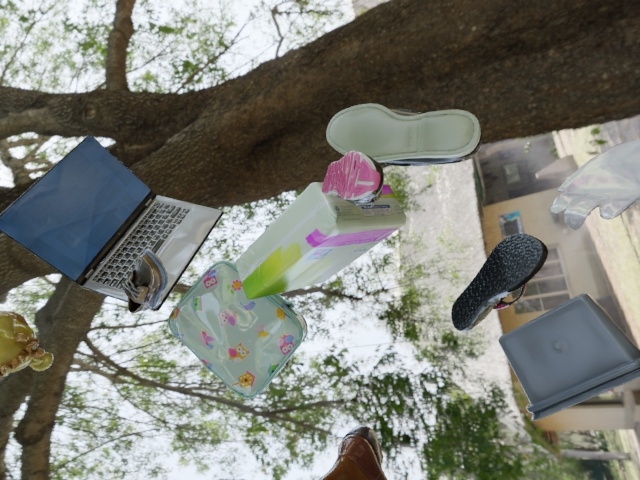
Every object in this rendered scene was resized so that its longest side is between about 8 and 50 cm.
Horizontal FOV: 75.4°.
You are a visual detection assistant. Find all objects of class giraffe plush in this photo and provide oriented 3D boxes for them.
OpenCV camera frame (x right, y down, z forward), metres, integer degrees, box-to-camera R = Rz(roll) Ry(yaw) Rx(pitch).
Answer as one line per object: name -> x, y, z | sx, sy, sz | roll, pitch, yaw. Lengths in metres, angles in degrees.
giraffe plush -> -0.569, 0.184, 0.693 | 0.210, 0.170, 0.181 | 58, 168, 18

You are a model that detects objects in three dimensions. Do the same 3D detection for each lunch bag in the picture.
lunch bag -> -0.172, 0.189, 0.927 | 0.279, 0.224, 0.108 | 39, 175, 9

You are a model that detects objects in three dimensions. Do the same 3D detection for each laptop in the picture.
laptop -> -0.567, -0.063, 1.183 | 0.236, 0.407, 0.382 | 84, -156, -51

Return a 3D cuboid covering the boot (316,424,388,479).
boot -> 0.074, 0.475, 0.669 | 0.280, 0.096, 0.264 | -1, -107, -69

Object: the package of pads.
package of pads -> 0.000, 0.000, 0.822 | 0.229, 0.296, 0.101 | -7, -115, -47

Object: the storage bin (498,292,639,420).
storage bin -> 0.274, 0.122, 0.458 | 0.098, 0.135, 0.091 | 11, -133, -52

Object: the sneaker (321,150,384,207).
sneaker -> 0.058, -0.079, 0.563 | 0.074, 0.170, 0.063 | 12, -88, -16

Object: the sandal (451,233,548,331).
sandal -> 0.223, 0.057, 0.516 | 0.040, 0.179, 0.067 | 13, -132, -7

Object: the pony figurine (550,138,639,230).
pony figurine -> 0.509, -0.092, 0.478 | 0.351, 0.302, 0.363 | -44, -77, -19

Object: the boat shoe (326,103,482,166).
boat shoe -> 0.175, -0.218, 0.887 | 0.113, 0.339, 0.127 | 12, -95, -57

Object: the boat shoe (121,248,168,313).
boat shoe -> -0.346, 0.091, 0.811 | 0.066, 0.183, 0.066 | 40, -133, 15
